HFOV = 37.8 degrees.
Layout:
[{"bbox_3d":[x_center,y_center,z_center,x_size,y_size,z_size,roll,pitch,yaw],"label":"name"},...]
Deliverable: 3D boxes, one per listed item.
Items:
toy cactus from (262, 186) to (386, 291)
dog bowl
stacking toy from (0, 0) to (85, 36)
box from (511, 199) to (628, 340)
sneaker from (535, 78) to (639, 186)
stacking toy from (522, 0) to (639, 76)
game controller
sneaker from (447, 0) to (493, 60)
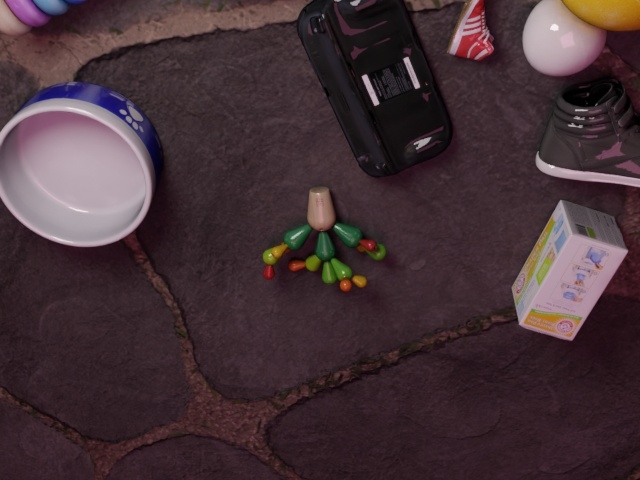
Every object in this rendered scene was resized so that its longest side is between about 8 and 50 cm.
[{"bbox_3d":[0.000,0.000,1.615,0.219,0.112,0.181,1,114,15],"label":"toy cactus"},{"bbox_3d":[-0.399,-0.124,1.554,0.264,0.104,0.265,3,124,4],"label":"dog bowl"},{"bbox_3d":[-0.331,-0.415,1.351,0.330,0.141,0.141,-19,120,9],"label":"stacking toy"},{"bbox_3d":[0.419,0.053,1.593,0.103,0.114,0.203,17,122,-8],"label":"box"},{"bbox_3d":[0.489,-0.169,1.444,0.295,0.105,0.147,3,129,8],"label":"sneaker"},{"bbox_3d":[0.420,-0.401,1.234,0.350,0.351,0.480,22,142,-10],"label":"stacking toy"},{"bbox_3d":[0.090,-0.247,1.465,0.166,0.067,0.319,-25,120,4],"label":"game controller"},{"bbox_3d":[0.240,-0.323,1.401,0.067,0.042,0.118,18,131,-3],"label":"sneaker"}]
